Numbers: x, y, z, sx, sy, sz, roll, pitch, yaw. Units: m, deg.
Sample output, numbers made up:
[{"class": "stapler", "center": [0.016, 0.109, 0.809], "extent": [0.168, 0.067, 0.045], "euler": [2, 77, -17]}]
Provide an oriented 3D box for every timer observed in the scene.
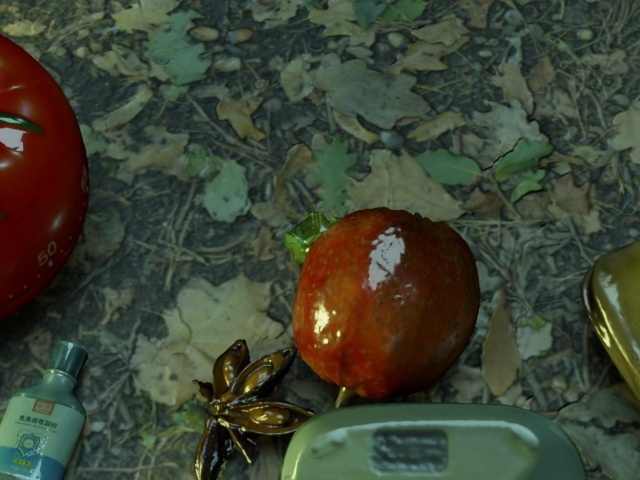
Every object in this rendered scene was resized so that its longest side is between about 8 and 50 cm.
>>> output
[{"class": "timer", "center": [-0.456, -0.067, 1.819], "extent": [0.378, 0.279, 0.378], "euler": [3, 58, -4]}]

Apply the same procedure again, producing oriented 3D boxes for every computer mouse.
[{"class": "computer mouse", "center": [0.122, 0.271, 1.695], "extent": [0.331, 0.095, 0.197], "euler": [3, 79, 7]}]

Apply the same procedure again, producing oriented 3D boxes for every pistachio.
[{"class": "pistachio", "center": [0.413, 0.109, 1.766], "extent": [0.213, 0.163, 0.260], "euler": [-15, 74, -25]}]

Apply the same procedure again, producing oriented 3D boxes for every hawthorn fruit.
[{"class": "hawthorn fruit", "center": [0.065, 0.089, 1.761], "extent": [0.205, 0.205, 0.253], "euler": [14, 80, 10]}]

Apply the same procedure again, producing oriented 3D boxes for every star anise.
[{"class": "star anise", "center": [-0.075, 0.184, 1.769], "extent": [0.157, 0.053, 0.212], "euler": [-18, 45, 17]}]

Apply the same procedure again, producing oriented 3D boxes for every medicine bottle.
[{"class": "medicine bottle", "center": [-0.314, 0.211, 1.770], "extent": [0.090, 0.053, 0.208], "euler": [12, 57, 8]}]

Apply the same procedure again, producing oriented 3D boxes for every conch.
[{"class": "conch", "center": [0.000, 0.000, 1.891], "extent": [0.089, 0.074, 0.121], "euler": [23, 34, -10]}]
